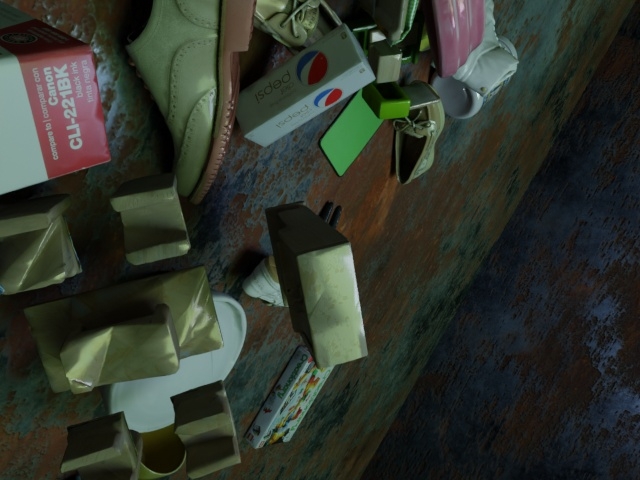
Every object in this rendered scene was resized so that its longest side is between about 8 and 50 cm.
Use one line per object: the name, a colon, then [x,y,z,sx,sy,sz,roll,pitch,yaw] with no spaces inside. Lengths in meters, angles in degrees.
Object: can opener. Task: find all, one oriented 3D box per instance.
can opener: [0.000,0.000,1.197,0.059,0.073,0.186,11,102,-39]

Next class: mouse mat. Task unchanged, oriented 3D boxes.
mouse mat: [0.074,-0.243,1.125,0.190,0.007,0.153,-52,150,-7]

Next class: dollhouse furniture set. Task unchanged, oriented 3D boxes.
dollhouse furniture set: [-0.170,0.085,0.712,0.393,0.256,0.363,-13,106,-11]
dollhouse furniture set: [0.141,-0.383,0.840,0.151,0.198,0.302,-15,141,-14]

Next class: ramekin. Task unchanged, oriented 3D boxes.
ramekin: [-0.268,0.181,0.892,0.272,0.127,0.273,-36,143,-33]

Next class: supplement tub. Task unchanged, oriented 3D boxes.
supplement tub: [0.384,-0.412,1.286,0.199,0.144,0.144,-43,147,-24]

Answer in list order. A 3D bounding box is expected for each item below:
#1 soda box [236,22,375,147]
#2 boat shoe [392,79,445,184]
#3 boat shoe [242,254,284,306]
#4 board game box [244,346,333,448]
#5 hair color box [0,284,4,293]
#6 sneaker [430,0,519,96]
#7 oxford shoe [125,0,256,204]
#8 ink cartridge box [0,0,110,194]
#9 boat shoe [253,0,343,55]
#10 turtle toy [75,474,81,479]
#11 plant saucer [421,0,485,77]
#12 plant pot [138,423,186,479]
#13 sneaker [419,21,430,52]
soda box: [-0.029,-0.234,0.799,0.216,0.074,0.069,-27,165,20]
boat shoe: [0.231,-0.251,1.250,0.089,0.104,0.285,-46,149,-24]
boat shoe: [-0.093,0.099,1.126,0.096,0.098,0.277,-32,159,7]
board game box: [-0.078,0.453,1.503,0.306,0.053,0.193,-59,151,3]
hair color box: [-0.486,0.097,0.443,0.347,0.173,0.105,-45,149,-20]
sneaker: [0.371,-0.435,1.168,0.293,0.169,0.108,-57,-177,-32]
oxford shoe: [-0.178,-0.221,0.687,0.146,0.141,0.397,10,129,-13]
ink cartridge box: [-0.354,-0.109,0.423,0.272,0.196,0.114,-31,139,-39]
boat shoe: [-0.042,-0.343,0.765,0.302,0.098,0.109,16,104,-59]
turtle toy: [-0.462,0.488,0.952,0.130,0.066,0.095,-32,140,-36]
plant saucer: [0.208,-0.446,0.857,0.332,0.084,0.333,-10,90,-77]
plant pot: [-0.346,0.412,1.013,0.095,0.134,0.134,-37,156,20]
sneaker: [0.250,-0.499,1.091,0.094,0.081,0.209,29,102,-30]
